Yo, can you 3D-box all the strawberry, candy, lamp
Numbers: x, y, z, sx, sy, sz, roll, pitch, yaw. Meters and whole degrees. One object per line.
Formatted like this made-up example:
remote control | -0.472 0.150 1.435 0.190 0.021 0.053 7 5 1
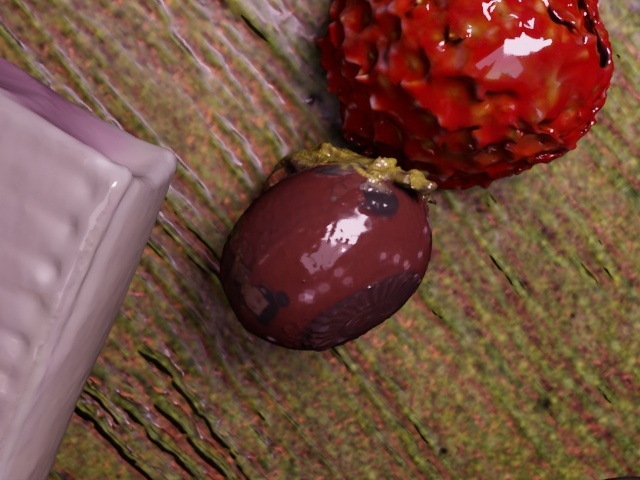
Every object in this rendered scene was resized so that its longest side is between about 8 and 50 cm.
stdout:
strawberry | 0.120 -0.132 0.557 0.234 0.178 0.234 -4 107 -12
candy | -0.258 0.058 0.563 0.208 0.145 0.359 24 101 2
lamp | 0.000 0.002 0.601 0.157 0.156 0.135 -25 65 -16

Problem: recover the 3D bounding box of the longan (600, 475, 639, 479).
longan | 0.213 0.343 0.647 0.350 0.288 0.288 -42 105 0
